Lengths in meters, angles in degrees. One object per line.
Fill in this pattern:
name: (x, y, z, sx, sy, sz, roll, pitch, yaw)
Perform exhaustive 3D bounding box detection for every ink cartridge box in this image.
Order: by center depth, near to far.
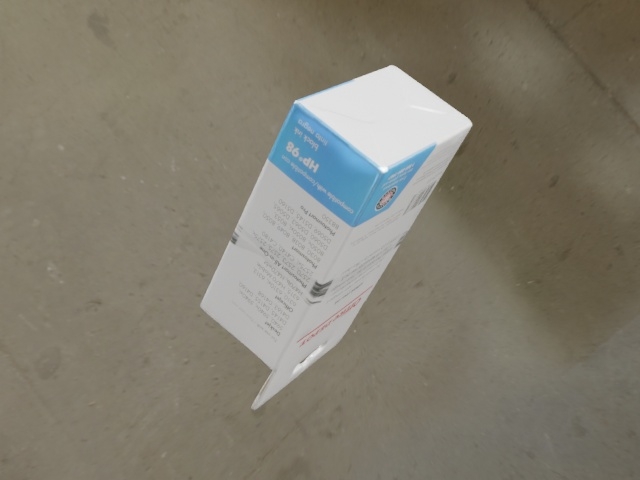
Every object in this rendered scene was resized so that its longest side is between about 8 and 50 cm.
ink cartridge box: (0.000, 0.000, 0.501, 0.060, 0.104, 0.180, 39, 125, 15)
